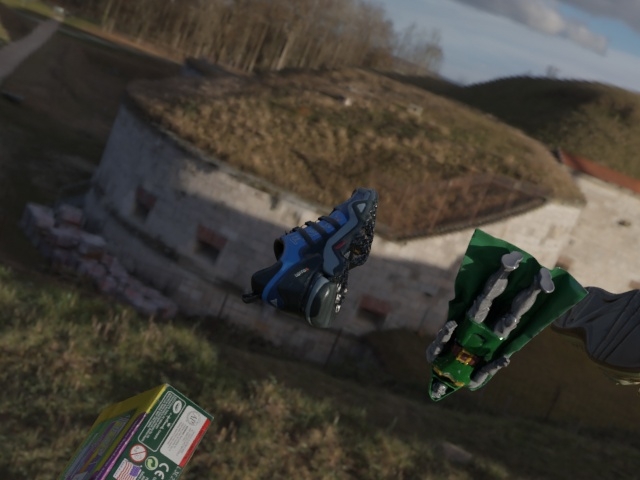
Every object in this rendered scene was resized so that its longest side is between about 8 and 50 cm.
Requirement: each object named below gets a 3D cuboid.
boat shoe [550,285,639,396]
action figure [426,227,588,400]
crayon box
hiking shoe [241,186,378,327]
[{"bbox_3d":[0.368,0.119,1.088,0.089,0.104,0.285,42,3,-7],"label":"boat shoe"},{"bbox_3d":[0.181,0.107,1.040,0.137,0.232,0.063,33,39,8],"label":"action figure"},{"bbox_3d":[-0.350,0.414,1.402,0.106,0.363,0.313,39,-32,-13],"label":"crayon box"},{"bbox_3d":[0.000,0.000,1.362,0.132,0.113,0.304,16,36,13],"label":"hiking shoe"}]
